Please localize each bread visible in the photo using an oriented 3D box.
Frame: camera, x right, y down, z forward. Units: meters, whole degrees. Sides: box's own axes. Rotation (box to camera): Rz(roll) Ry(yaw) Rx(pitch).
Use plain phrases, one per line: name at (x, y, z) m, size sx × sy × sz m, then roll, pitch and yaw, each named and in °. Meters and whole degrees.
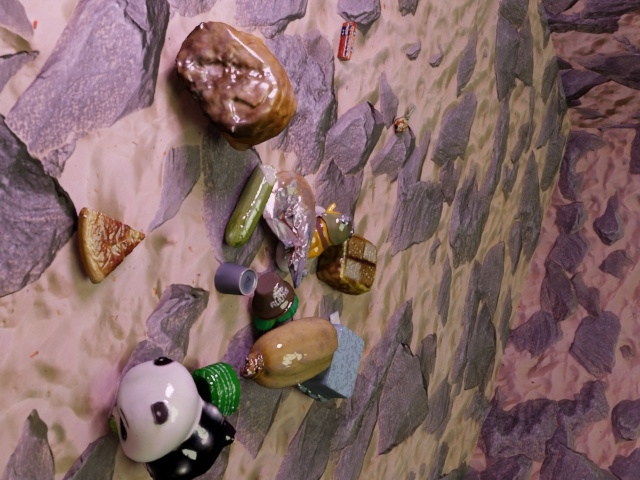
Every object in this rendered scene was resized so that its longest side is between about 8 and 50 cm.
bread at (-0.425, 0.019, 1.345) m, size 0.154 × 0.054 × 0.136 m, roll 25°, pitch 74°, yaw -49°
bread at (0.085, 0.065, 2.073) m, size 0.222 × 0.096 × 0.182 m, roll 27°, pitch 72°, yaw -54°

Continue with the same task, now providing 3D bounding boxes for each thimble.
thimble at (-0.251, 0.357, 1.612) m, size 0.090 × 0.118 × 0.130 m, roll -9°, pitch 81°, yaw -52°

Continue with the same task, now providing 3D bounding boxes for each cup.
cup at (-0.198, 0.103, 1.674) m, size 0.100 × 0.077 × 0.078 m, roll 54°, pitch 53°, yaw -46°

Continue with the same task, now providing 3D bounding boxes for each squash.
squash at (-0.169, -0.088, 1.689) m, size 0.069 × 0.069 × 0.239 m, roll 46°, pitch 59°, yaw -49°

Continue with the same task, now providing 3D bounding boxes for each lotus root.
lotus root at (-0.089, 0.298, 1.806) m, size 0.342 × 0.151 × 0.169 m, roll -11°, pitch 132°, yaw -44°

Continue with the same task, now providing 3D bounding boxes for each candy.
candy at (0.297, -0.422, 2.349) m, size 0.185 × 0.049 × 0.056 m, roll -52°, pitch 166°, yaw -46°

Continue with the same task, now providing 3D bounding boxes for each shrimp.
shrimp at (-0.082, -0.034, 1.789) m, size 0.164 × 0.062 × 0.317 m, roll 8°, pitch 74°, yaw -32°

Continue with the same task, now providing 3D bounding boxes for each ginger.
ginger at (-0.176, -0.342, 1.523) m, size 0.269 × 0.200 × 0.223 m, roll 54°, pitch 4°, yaw 2°

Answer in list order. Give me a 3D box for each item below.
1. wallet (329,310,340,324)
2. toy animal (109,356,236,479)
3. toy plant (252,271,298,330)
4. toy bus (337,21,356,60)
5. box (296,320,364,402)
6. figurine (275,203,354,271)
wallet at (0.046, 0.262, 2.124) m, size 0.044 × 0.011 × 0.083 m, roll -33°, pitch 122°, yaw -49°
toy animal at (-0.330, 0.377, 1.436) m, size 0.213 × 0.212 × 0.267 m, roll -59°, pitch 135°, yaw -31°
toy plant at (-0.119, 0.169, 1.787) m, size 0.143 × 0.105 × 0.200 m, roll -49°, pitch 147°, yaw -25°
toy bus at (0.076, -0.579, 1.993) m, size 0.043 × 0.031 × 0.110 m, roll 10°, pitch 88°, yaw -49°
box at (0.027, 0.351, 2.006) m, size 0.162 × 0.130 × 0.227 m, roll 40°, pitch 58°, yaw -42°
figurine at (0.000, 0.000, 1.892) m, size 0.250 × 0.141 × 0.167 m, roll -54°, pitch 138°, yaw -35°
